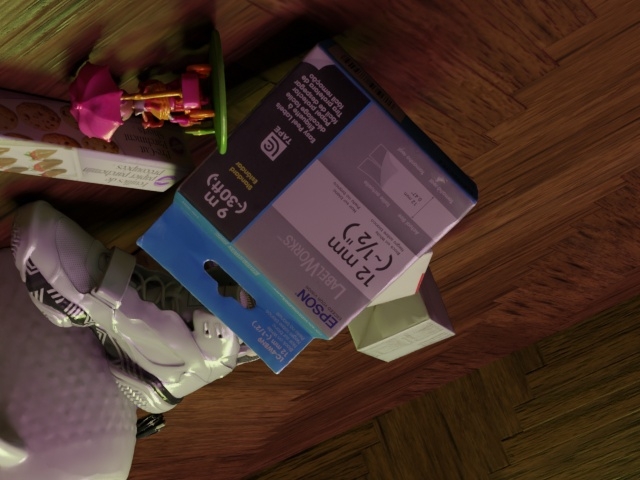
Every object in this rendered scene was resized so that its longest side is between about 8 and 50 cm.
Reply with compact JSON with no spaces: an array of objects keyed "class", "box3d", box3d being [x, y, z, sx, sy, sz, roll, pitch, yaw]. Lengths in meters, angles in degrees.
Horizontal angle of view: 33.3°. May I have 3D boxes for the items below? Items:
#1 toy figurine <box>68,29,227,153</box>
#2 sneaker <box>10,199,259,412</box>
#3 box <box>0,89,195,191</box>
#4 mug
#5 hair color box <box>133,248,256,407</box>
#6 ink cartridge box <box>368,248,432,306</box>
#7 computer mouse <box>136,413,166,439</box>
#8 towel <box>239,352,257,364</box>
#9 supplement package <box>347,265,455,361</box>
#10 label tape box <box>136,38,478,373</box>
[{"class":"toy figurine","box3d":[-0.184,-0.151,1.134,0.159,0.130,0.173,-4,-177,-8]},{"class":"sneaker","box3d":[-0.224,0.064,1.395,0.210,0.137,0.366,-22,123,17]},{"class":"box","box3d":[-0.276,-0.109,1.174,0.063,0.067,0.324,-32,157,31]},{"class":"mug","box3d":[-0.414,0.198,1.463,0.276,0.328,0.374,-25,161,10]},{"class":"hair color box","box3d":[-0.244,0.116,1.641,0.339,0.185,0.110,-33,158,31]},{"class":"ink cartridge box","box3d":[0.057,-0.049,1.423,0.100,0.237,0.172,-15,161,-8]},{"class":"computer mouse","box3d":[-0.493,0.465,2.520,0.188,0.072,0.272,-25,161,14]},{"class":"towel","box3d":[-0.198,0.199,2.127,0.332,0.053,0.317,-20,161,-1]},{"class":"supplement package","box3d":[0.129,0.102,1.981,0.149,0.194,0.203,-25,160,13]},{"class":"label tape box","box3d":[-0.027,-0.022,1.240,0.348,0.249,0.115,-44,-175,14]}]
